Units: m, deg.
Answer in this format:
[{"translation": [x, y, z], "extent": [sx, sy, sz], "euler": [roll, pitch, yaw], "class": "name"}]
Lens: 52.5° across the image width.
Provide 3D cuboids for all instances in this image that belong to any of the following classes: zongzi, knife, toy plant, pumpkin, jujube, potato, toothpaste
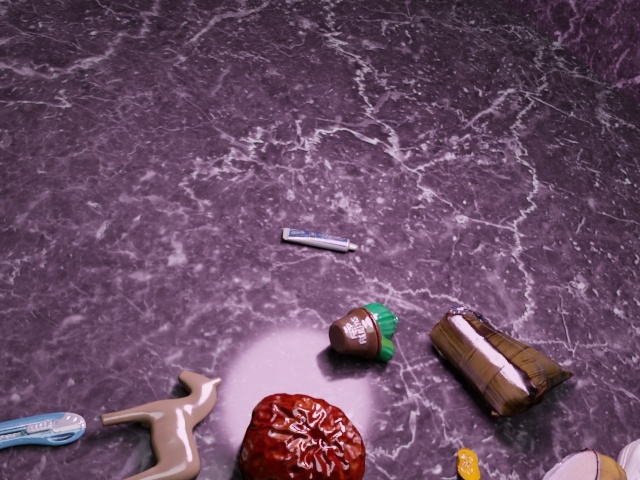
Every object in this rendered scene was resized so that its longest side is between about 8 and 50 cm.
[{"translation": [0.441, 0.267, 1.541], "extent": [0.300, 0.138, 0.286], "euler": [-8, 45, -40], "class": "zongzi"}, {"translation": [-0.549, 0.357, 1.194], "extent": [0.222, 0.031, 0.064], "euler": [-5, 57, -21], "class": "knife"}, {"translation": [0.116, 0.212, 1.488], "extent": [0.201, 0.105, 0.142], "euler": [-5, 60, -36], "class": "toy plant"}, {"translation": [0.309, 0.479, 1.371], "extent": [0.050, 0.028, 0.083], "euler": [18, 39, 0], "class": "pumpkin"}, {"translation": [-0.032, 0.397, 1.224], "extent": [0.232, 0.213, 0.213], "euler": [21, 48, -2], "class": "jujube"}, {"translation": [0.506, 0.571, 1.228], "extent": [0.196, 0.246, 0.299], "euler": [39, 56, 2], "class": "potato"}, {"translation": [0.000, 0.000, 1.673], "extent": [0.197, 0.034, 0.057], "euler": [11, 33, -7], "class": "toothpaste"}]

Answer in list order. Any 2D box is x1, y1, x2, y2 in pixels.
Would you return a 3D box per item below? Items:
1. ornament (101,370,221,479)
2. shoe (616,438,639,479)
[{"translation": [-0.293, 0.363, 1.253], "extent": [0.245, 0.061, 0.230], "euler": [-7, 52, -22], "class": "ornament"}, {"translation": [0.672, 0.545, 1.346], "extent": [0.132, 0.160, 0.363], "euler": [33, 49, 13], "class": "shoe"}]
